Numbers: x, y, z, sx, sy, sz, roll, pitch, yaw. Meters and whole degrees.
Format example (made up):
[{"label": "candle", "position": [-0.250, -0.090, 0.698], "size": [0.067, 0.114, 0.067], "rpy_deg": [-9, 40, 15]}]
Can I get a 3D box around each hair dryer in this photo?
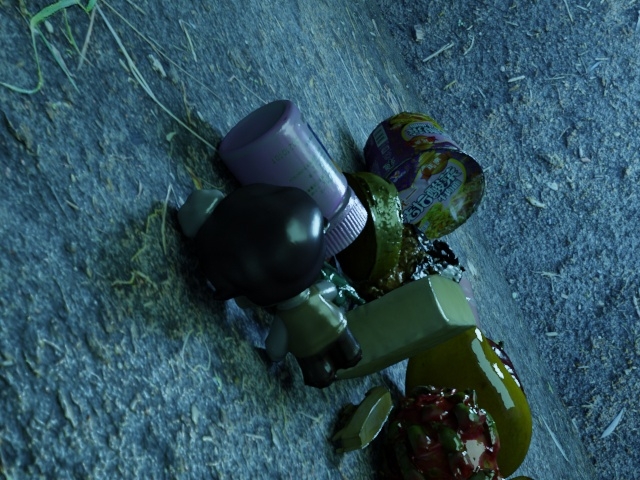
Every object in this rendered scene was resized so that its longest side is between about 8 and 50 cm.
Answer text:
[{"label": "hair dryer", "position": [0.453, 0.289, 2.433], "size": [0.352, 0.125, 0.210], "rpy_deg": [54, 22, -43]}]

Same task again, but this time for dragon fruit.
[{"label": "dragon fruit", "position": [0.241, 0.434, 1.569], "size": [0.237, 0.231, 0.302], "rpy_deg": [59, 28, -48]}]

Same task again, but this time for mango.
[{"label": "mango", "position": [0.324, 0.361, 1.789], "size": [0.221, 0.264, 0.378], "rpy_deg": [-26, 99, -68]}]

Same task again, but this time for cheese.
[{"label": "cheese", "position": [0.151, 0.176, 1.588], "size": [0.242, 0.265, 0.124], "rpy_deg": [21, 45, -62]}]

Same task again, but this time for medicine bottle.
[{"label": "medicine bottle", "position": [-0.050, -0.115, 1.563], "size": [0.290, 0.178, 0.178], "rpy_deg": [52, 24, -28]}]

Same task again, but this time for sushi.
[{"label": "sushi", "position": [0.216, 0.073, 1.936], "size": [0.207, 0.234, 0.348], "rpy_deg": [55, 18, -21]}]

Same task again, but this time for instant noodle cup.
[{"label": "instant noodle cup", "position": [0.279, -0.199, 2.315], "size": [0.340, 0.340, 0.266], "rpy_deg": [47, 16, -38]}]

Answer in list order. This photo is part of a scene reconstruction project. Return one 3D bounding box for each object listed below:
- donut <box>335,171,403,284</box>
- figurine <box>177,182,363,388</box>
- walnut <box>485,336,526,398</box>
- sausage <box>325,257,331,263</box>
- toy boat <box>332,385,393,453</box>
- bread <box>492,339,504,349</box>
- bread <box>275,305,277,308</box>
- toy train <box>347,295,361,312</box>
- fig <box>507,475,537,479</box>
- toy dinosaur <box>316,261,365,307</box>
[{"label": "donut", "position": [0.106, -0.037, 1.750], "size": [0.272, 0.107, 0.272], "rpy_deg": [171, -90, -72]}, {"label": "figurine", "position": [-0.059, 0.063, 1.322], "size": [0.365, 0.218, 0.206], "rpy_deg": [63, -1, -37]}, {"label": "walnut", "position": [0.414, 0.370, 2.024], "size": [0.222, 0.244, 0.269], "rpy_deg": [-11, 45, -26]}, {"label": "sausage", "position": [0.000, 0.000, 1.719], "size": [0.062, 0.062, 0.154], "rpy_deg": [55, 22, -24]}, {"label": "toy boat", "position": [0.076, 0.335, 1.500], "size": [0.206, 0.072, 0.064], "rpy_deg": [-33, 113, -59]}, {"label": "bread", "position": [0.537, 0.407, 2.462], "size": [0.286, 0.056, 0.207], "rpy_deg": [-43, 133, -70]}, {"label": "bread", "position": [-0.054, 0.105, 1.479], "size": [0.136, 0.054, 0.154], "rpy_deg": [63, 19, -19]}, {"label": "toy train", "position": [0.078, 0.150, 1.799], "size": [0.017, 0.017, 0.083], "rpy_deg": [59, 21, -10]}, {"label": "fig", "position": [0.479, 0.727, 1.986], "size": [0.290, 0.191, 0.190], "rpy_deg": [-34, 101, -29]}, {"label": "toy dinosaur", "position": [0.031, 0.107, 1.541], "size": [0.120, 0.079, 0.292], "rpy_deg": [53, 2, 21]}]
